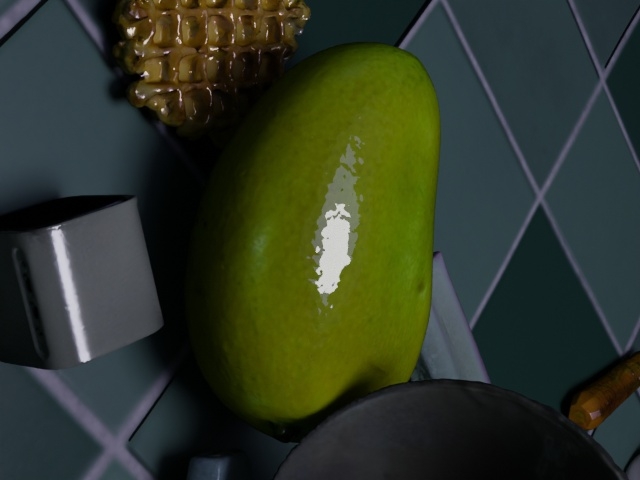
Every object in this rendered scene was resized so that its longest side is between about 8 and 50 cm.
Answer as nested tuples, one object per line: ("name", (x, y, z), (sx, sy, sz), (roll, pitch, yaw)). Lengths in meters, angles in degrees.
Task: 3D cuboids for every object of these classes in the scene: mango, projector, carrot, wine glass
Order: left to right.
("projector", (-0.149, 0.022, 0.655), (0.083, 0.083, 0.082), (-24, 108, -45))
("mango", (-0.006, 0.004, 0.753), (0.185, 0.149, 0.273), (-12, 111, -46))
("wine glass", (0.132, 0.271, 0.805), (0.406, 0.267, 0.267), (43, 59, -61))
("carrot", (0.316, 0.157, 1.204), (0.171, 0.042, 0.042), (-24, 108, -45))

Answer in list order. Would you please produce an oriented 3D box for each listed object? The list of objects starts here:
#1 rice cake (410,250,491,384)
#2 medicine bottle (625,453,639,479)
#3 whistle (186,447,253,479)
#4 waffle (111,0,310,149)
("rice cake", (0.112, 0.113, 0.978), (0.080, 0.042, 0.221), (-44, 121, -36))
("medicine bottle", (0.418, 0.329, 1.274), (0.103, 0.103, 0.186), (-48, 124, -36))
("whistle", (-0.064, 0.279, 0.753), (0.186, 0.093, 0.274), (0, 88, -63))
("waffle", (-0.073, -0.156, 0.769), (0.191, 0.038, 0.191), (-2, 93, -47))
